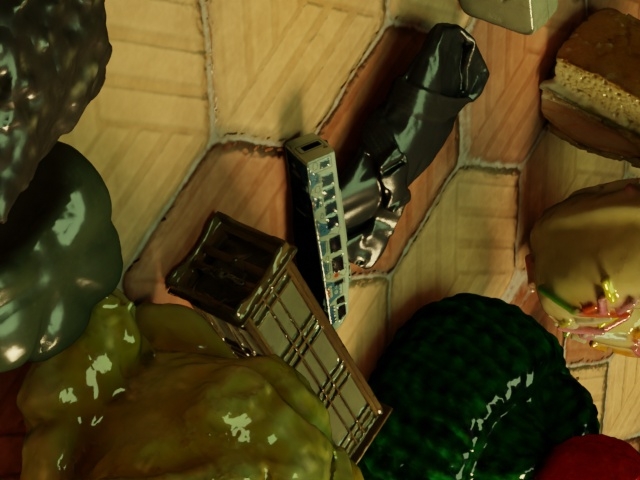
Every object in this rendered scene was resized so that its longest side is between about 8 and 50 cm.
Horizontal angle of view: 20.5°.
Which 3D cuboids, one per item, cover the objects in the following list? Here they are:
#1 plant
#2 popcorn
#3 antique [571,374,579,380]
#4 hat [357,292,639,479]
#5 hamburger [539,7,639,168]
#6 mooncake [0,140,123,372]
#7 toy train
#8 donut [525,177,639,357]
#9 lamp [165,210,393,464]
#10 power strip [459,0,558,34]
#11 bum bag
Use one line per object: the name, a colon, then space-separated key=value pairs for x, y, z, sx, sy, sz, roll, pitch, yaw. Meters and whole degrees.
plant: x=-0.247 y=-0.106 z=1.075 sx=0.234 sy=0.178 sz=0.204 roll=-45 pitch=144 yaw=-41
popcorn: x=-0.106 y=0.214 z=1.402 sx=0.274 sy=0.279 sz=0.335 roll=-40 pitch=150 yaw=-63
antique: x=0.209 y=0.288 z=2.120 sx=0.310 sy=0.087 sz=0.093 roll=-61 pitch=151 yaw=-10
hat: x=0.210 y=0.222 z=1.843 sx=0.274 sy=0.332 sz=0.242 roll=-57 pitch=146 yaw=-12
hamburger: x=0.360 y=-0.164 z=1.940 sx=0.155 sy=0.208 sz=0.135 roll=-47 pitch=147 yaw=-21
mooncake: x=-0.222 y=0.008 z=1.267 sx=0.168 sy=0.104 sz=0.175 roll=32 pitch=78 yaw=-52
toy train: x=0.000 y=0.000 z=1.637 sx=0.047 sy=0.043 sz=0.207 roll=-23 pitch=129 yaw=-22
donut: x=0.390 y=0.043 z=2.024 sx=0.371 sy=0.307 sz=0.150 roll=32 pitch=63 yaw=-58
lamp: x=-0.032 y=0.103 z=1.630 sx=0.090 sy=0.089 sz=0.325 roll=-54 pitch=146 yaw=-18
power strip: x=0.165 y=-0.322 z=1.646 sx=0.053 sy=0.093 sz=0.288 roll=-45 pitch=142 yaw=-28
bum bag: x=0.080 y=-0.091 z=1.699 sx=0.248 sy=0.060 sz=0.123 roll=-64 pitch=150 yaw=-4
